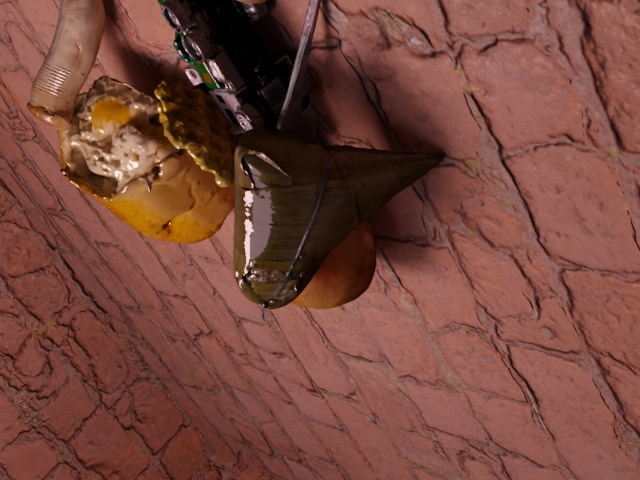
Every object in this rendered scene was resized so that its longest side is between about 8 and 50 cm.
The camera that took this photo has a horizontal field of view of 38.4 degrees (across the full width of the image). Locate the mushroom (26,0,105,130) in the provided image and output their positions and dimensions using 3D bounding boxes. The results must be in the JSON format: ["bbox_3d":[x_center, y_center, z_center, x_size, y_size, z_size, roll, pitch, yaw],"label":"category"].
[{"bbox_3d":[-0.536,-0.409,1.953,0.123,0.351,0.095,15,-170,-7],"label":"mushroom"}]

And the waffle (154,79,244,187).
[{"bbox_3d":[-0.171,-0.200,1.768,0.060,0.312,0.307,-50,64,27],"label":"waffle"}]

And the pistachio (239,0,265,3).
[{"bbox_3d":[-0.134,-0.459,1.455,0.215,0.144,0.144,33,151,19],"label":"pistachio"}]

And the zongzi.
[{"bbox_3d":[0.027,-0.029,1.624,0.361,0.160,0.322,1,120,-4],"label":"zongzi"}]

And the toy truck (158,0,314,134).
[{"bbox_3d":[-0.168,-0.355,1.634,0.363,0.176,0.178,57,160,-23],"label":"toy truck"}]

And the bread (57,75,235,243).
[{"bbox_3d":[-0.385,-0.142,2.085,0.361,0.250,0.394,31,167,32],"label":"bread"}]

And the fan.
[{"bbox_3d":[-0.034,-0.304,1.559,0.023,0.057,0.282,40,137,28],"label":"fan"}]

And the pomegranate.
[{"bbox_3d":[0.000,0.000,1.831,0.229,0.252,0.270,4,106,5],"label":"pomegranate"}]

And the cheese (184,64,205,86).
[{"bbox_3d":[-0.218,-0.271,1.926,0.137,0.064,0.227,6,137,46],"label":"cheese"}]
